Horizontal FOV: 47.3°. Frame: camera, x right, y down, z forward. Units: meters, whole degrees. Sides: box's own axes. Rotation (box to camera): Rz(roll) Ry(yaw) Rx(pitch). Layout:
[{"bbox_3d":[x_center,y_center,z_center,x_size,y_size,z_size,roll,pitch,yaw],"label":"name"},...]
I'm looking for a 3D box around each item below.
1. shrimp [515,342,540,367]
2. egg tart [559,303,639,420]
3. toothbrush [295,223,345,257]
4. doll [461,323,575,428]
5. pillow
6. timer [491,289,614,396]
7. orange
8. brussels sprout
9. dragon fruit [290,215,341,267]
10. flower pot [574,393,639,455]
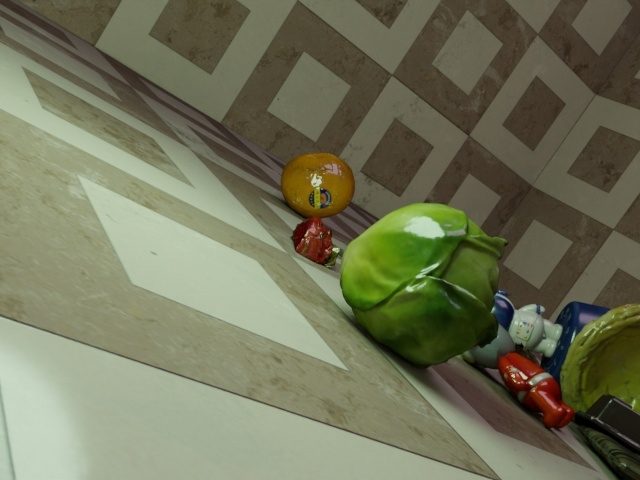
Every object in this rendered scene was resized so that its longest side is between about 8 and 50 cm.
[{"bbox_3d":[0.498,0.322,1.691,0.254,0.059,0.145,45,13,-55],"label":"shrimp"},{"bbox_3d":[0.717,0.294,1.709,0.345,0.345,0.132,33,14,-7],"label":"egg tart"},{"bbox_3d":[0.061,0.036,1.820,0.297,0.030,0.030,31,-2,-20],"label":"toothbrush"},{"bbox_3d":[0.387,0.259,1.544,0.336,0.105,0.199,47,14,31],"label":"doll"},{"bbox_3d":[0.633,0.459,1.449,0.208,0.052,0.212,33,3,-5],"label":"pillow"},{"bbox_3d":[0.570,0.251,1.938,0.383,0.271,0.270,20,6,6],"label":"timer"},{"bbox_3d":[-0.007,-0.160,2.128,0.219,0.193,0.219,-1,36,1],"label":"orange"},{"bbox_3d":[0.178,0.071,1.219,0.294,0.260,0.227,10,-27,43],"label":"brussels sprout"},{"bbox_3d":[0.000,0.000,1.602,0.106,0.083,0.162,35,5,-11],"label":"dragon fruit"},{"bbox_3d":[0.680,0.419,1.572,0.250,0.084,0.179,32,-9,28],"label":"flower pot"}]
